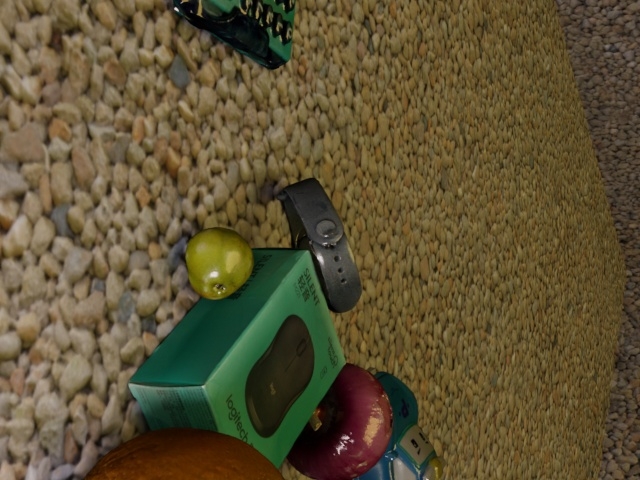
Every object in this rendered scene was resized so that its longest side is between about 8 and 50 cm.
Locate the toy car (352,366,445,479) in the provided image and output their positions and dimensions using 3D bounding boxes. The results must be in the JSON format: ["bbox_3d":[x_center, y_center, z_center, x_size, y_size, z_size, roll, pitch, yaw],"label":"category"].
[{"bbox_3d":[0.118,0.369,1.641,0.198,0.166,0.314,-18,104,-65],"label":"toy car"}]

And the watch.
[{"bbox_3d":[0.000,0.000,1.429,0.193,0.068,0.206,80,-13,-53],"label":"watch"}]

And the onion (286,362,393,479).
[{"bbox_3d":[0.018,0.262,1.435,0.153,0.177,0.177,28,59,-22],"label":"onion"}]

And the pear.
[{"bbox_3d":[-0.128,0.030,1.263,0.092,0.092,0.097,36,54,-56],"label":"pear"}]

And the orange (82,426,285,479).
[{"bbox_3d":[-0.141,0.326,1.055,0.264,0.264,0.264,3,86,-62],"label":"orange"}]

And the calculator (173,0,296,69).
[{"bbox_3d":[-0.101,-0.379,1.355,0.274,0.058,0.248,25,68,-61],"label":"calculator"}]

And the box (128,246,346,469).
[{"bbox_3d":[-0.094,0.170,1.290,0.311,0.118,0.205,-52,134,-50],"label":"box"}]
